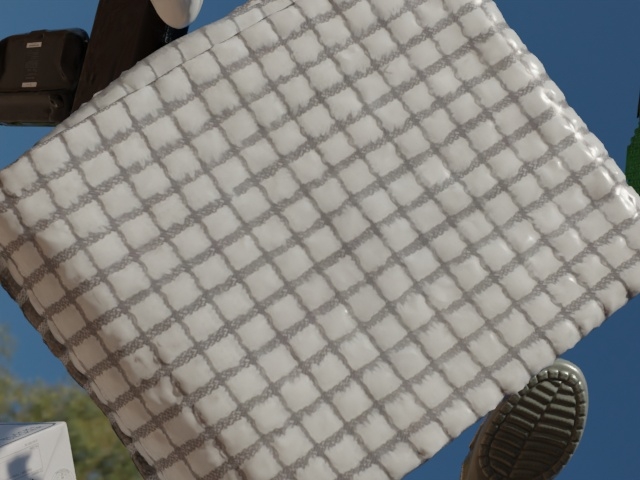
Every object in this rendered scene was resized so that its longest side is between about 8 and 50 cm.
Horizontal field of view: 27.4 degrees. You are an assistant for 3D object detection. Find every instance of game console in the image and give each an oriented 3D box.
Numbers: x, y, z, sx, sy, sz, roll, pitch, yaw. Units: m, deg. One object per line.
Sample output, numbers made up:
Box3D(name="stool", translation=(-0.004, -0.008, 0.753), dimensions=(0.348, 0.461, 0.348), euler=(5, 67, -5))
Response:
Box3D(name="game console", translation=(-0.252, -0.184, 1.358), dimensions=(0.361, 0.044, 0.213), euler=(7, -99, 51))

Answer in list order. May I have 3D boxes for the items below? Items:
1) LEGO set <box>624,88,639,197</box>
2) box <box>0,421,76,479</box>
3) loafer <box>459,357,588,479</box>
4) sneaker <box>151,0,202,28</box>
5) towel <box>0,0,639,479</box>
Box3D(name="LEGO set", translation=(0.351, -0.158, 0.912), dimensions=(0.255, 0.192, 0.331), euler=(141, -46, -75))
Box3D(name="box", translation=(-0.354, 0.209, 1.046), dimensions=(0.290, 0.169, 0.087), euler=(-5, -83, 32))
Box3D(name="loafer", translation=(0.178, 0.216, 1.288), dimensions=(0.087, 0.094, 0.251), euler=(-97, -149, -70))
Box3D(name="sneaker", translation=(-0.131, -0.224, 1.017), dimensions=(0.053, 0.061, 0.152), euler=(11, -42, 20))
Box3D(name="towel", translation=(0.000, 0.000, 0.663), dimensions=(0.235, 0.283, 0.121), euler=(53, -20, 5))
